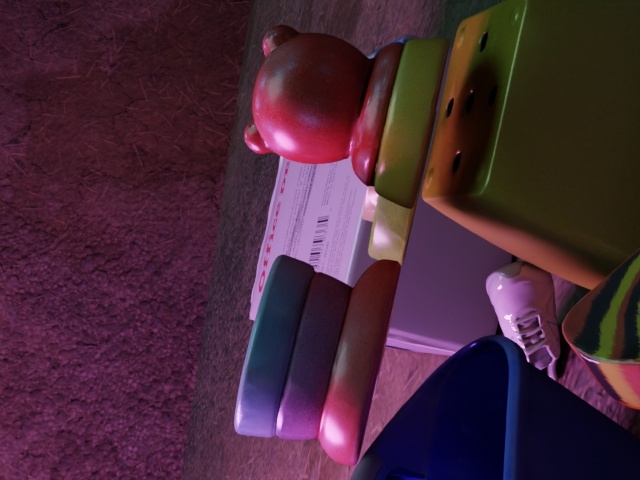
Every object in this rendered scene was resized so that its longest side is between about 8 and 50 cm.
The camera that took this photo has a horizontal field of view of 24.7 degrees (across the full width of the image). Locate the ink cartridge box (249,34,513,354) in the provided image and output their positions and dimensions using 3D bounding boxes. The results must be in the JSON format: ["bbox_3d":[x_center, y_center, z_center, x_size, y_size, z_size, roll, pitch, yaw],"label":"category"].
[{"bbox_3d":[0.067,-0.033,1.562,0.395,0.166,0.285,174,110,-74],"label":"ink cartridge box"}]

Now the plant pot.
[{"bbox_3d":[0.193,-0.078,1.067,0.212,0.187,0.212,-179,102,-75],"label":"plant pot"}]

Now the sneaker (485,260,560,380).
[{"bbox_3d":[0.175,0.069,1.202,0.152,0.053,0.061,61,-167,-53],"label":"sneaker"}]

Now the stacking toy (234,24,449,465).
[{"bbox_3d":[0.000,0.000,1.102,0.279,0.130,0.309,30,-108,-86],"label":"stacking toy"}]

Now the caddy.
[{"bbox_3d":[0.092,0.217,0.994,0.241,0.179,0.341,-53,13,32],"label":"caddy"}]

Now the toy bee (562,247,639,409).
[{"bbox_3d":[0.271,-0.021,0.771,0.162,0.195,0.298,33,99,50],"label":"toy bee"}]
